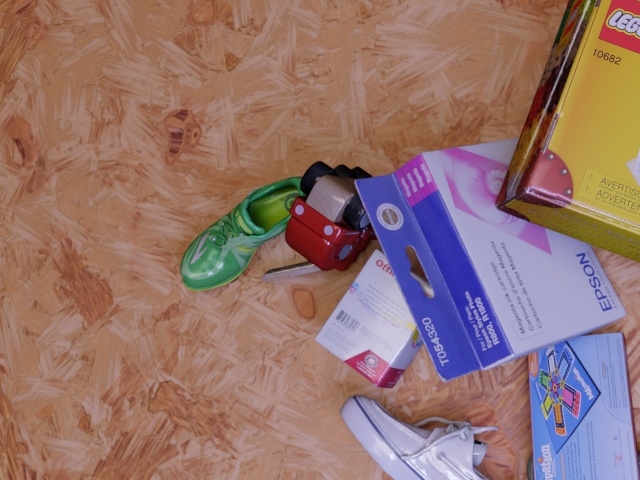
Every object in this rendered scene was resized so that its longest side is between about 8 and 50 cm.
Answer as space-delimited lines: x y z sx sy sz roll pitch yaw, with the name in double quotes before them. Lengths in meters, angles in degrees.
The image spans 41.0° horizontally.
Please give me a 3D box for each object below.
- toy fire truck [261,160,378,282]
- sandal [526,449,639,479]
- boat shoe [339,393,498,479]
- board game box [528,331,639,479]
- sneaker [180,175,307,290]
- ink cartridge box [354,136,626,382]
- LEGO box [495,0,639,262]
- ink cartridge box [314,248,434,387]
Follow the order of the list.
"toy fire truck" 0.000 0.000 1.382 0.158 0.217 0.246 35 106 21
"sandal" 0.451 0.352 1.228 0.302 0.086 0.120 -2 79 17
"boat shoe" 0.205 0.329 1.285 0.367 0.136 0.156 40 93 17
"board game box" 0.381 0.273 1.242 0.145 0.027 0.281 -8 58 22
"sneaker" -0.131 -0.025 1.463 0.295 0.123 0.109 -36 72 8
"ink cartridge box" 0.254 0.011 1.261 0.071 0.330 0.324 -45 63 53
"LEGO box" 0.547 -0.139 1.167 0.500 0.193 0.372 21 85 2
"ink cartridge box" 0.103 0.126 1.358 0.128 0.127 0.176 36 91 21
